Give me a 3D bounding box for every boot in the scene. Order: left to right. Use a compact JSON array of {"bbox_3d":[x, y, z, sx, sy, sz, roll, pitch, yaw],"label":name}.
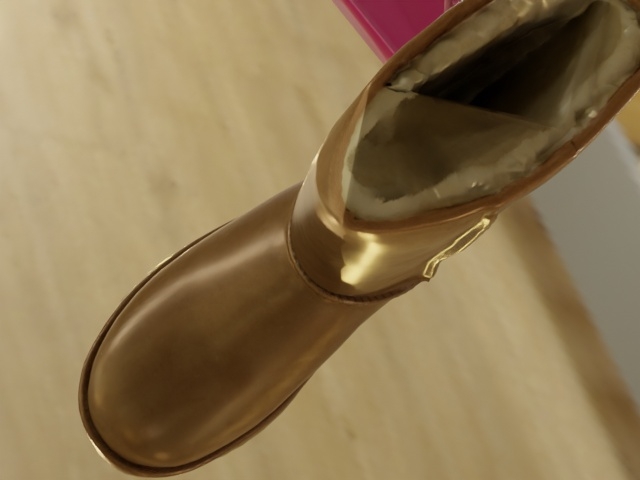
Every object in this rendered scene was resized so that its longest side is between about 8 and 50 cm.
[{"bbox_3d":[0.000,0.000,0.754,0.089,0.236,0.269,48,170,1],"label":"boot"}]

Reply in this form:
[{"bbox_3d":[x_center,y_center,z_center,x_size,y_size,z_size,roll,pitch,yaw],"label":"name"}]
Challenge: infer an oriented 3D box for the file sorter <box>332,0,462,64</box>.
[{"bbox_3d":[0.128,-0.236,0.949,0.291,0.182,0.202,-27,-121,-16],"label":"file sorter"}]
